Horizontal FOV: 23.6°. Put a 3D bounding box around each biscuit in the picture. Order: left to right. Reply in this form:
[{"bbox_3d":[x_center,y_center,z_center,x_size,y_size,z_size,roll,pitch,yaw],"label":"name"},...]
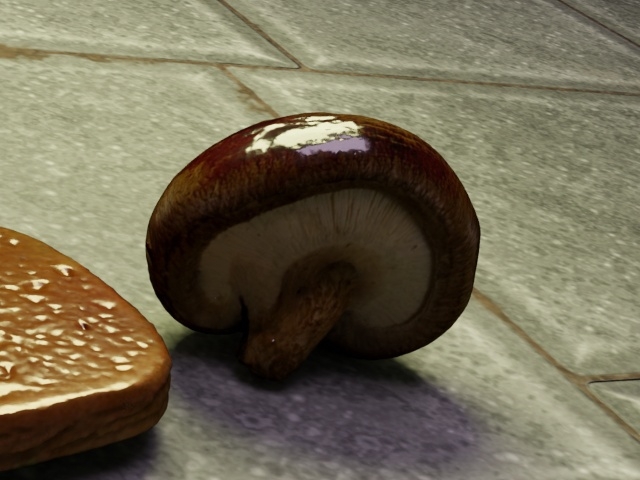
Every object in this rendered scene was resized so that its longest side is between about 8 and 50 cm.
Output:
[{"bbox_3d":[-0.240,0.065,0.919,0.277,0.052,0.262,-9,28,-44],"label":"biscuit"}]

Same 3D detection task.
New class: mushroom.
[{"bbox_3d":[-0.003,-0.007,1.052,0.231,0.194,0.138,18,21,-23],"label":"mushroom"}]
